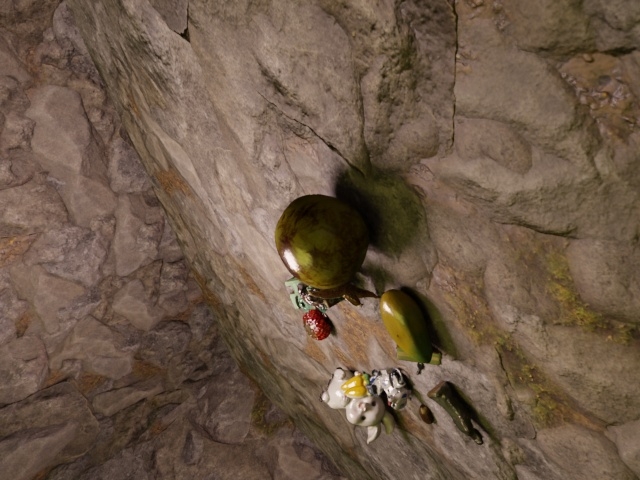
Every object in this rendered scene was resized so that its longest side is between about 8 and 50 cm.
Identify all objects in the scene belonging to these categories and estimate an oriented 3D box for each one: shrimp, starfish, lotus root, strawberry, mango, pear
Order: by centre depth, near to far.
[{"bbox_3d":[0.000,0.000,1.339,0.283,0.283,0.284,39,150,28],"label":"pear"},{"bbox_3d":[0.251,0.255,1.410,0.137,0.091,0.238,2,116,57],"label":"mango"},{"bbox_3d":[0.050,0.132,1.481,0.231,0.295,0.048,54,126,35],"label":"starfish"},{"bbox_3d":[-0.023,0.187,1.572,0.165,0.056,0.065,19,120,46],"label":"shrimp"},{"bbox_3d":[0.382,0.635,1.717,0.037,0.030,0.083,7,127,55],"label":"lotus root"},{"bbox_3d":[-0.019,0.357,2.000,0.145,0.086,0.145,37,147,30],"label":"strawberry"}]

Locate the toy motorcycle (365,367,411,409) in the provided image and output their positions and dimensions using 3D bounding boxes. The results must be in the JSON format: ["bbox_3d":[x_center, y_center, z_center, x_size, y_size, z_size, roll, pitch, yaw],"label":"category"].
[{"bbox_3d":[0.255,0.549,1.767,0.221,0.102,0.150,-34,71,61],"label":"toy motorcycle"}]

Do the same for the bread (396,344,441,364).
[{"bbox_3d":[0.314,0.334,1.501,0.139,0.084,0.074,4,131,19],"label":"bread"}]

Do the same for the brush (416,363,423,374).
[{"bbox_3d":[0.330,0.429,1.588,0.024,0.008,0.083,36,148,27],"label":"brush"}]

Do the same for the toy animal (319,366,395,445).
[{"bbox_3d":[0.159,0.684,1.993,0.310,0.183,0.247,24,146,38],"label":"toy animal"}]

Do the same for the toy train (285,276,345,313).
[{"bbox_3d":[-0.007,0.175,1.724,0.159,0.129,0.326,64,153,-5],"label":"toy train"}]

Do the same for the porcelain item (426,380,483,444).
[{"bbox_3d":[0.433,0.545,1.484,0.216,0.069,0.081,50,149,12],"label":"porcelain item"}]

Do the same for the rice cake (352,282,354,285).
[{"bbox_3d":[0.045,0.079,1.588,0.211,0.043,0.034,58,149,8],"label":"rice cake"}]
